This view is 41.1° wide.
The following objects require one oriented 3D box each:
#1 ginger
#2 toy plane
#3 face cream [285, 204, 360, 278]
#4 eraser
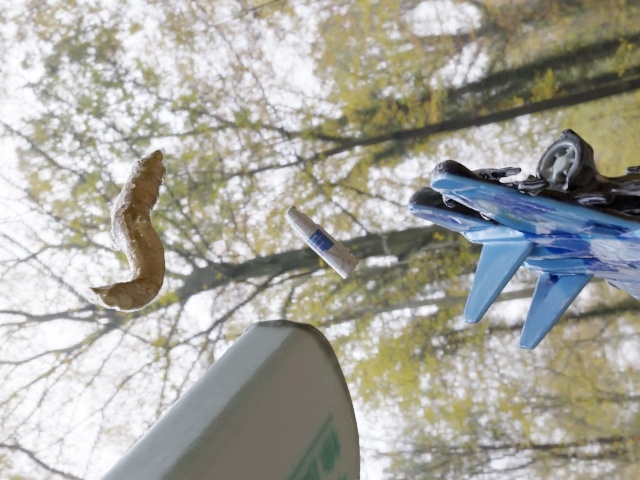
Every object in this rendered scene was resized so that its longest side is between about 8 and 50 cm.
[{"bbox_3d":[-0.213,-0.013,0.975,0.075,0.089,0.288,32,-149,-27],"label":"ginger"},{"bbox_3d":[0.148,-0.007,0.351,0.169,0.246,0.078,26,-114,-25],"label":"toy plane"},{"bbox_3d":[0.000,0.000,1.249,0.130,0.034,0.034,44,-150,8],"label":"face cream"},{"bbox_3d":[-0.067,0.195,0.549,0.290,0.104,0.189,-45,-46,-59],"label":"eraser"}]
